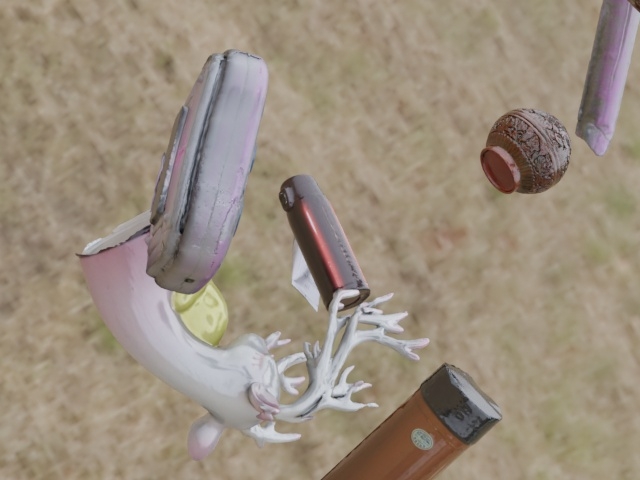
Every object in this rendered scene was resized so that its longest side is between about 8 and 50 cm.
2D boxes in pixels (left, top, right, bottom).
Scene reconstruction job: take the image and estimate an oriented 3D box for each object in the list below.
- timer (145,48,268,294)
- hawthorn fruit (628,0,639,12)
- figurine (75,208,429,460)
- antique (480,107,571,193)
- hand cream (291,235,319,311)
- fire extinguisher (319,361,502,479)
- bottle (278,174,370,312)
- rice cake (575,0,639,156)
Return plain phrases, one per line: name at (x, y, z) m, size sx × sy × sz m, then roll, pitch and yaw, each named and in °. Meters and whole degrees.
timer at (-0.105, -0.061, 1.350) m, size 0.069 × 0.191 × 0.208 m, roll 14°, pitch 74°, yaw -12°
hawthorn fruit at (0.342, -0.277, 1.215) m, size 0.215 × 0.249 × 0.215 m, roll 31°, pitch 54°, yaw -56°
figurine at (-0.064, 0.085, 1.582) m, size 0.284 × 0.206 × 0.316 m, roll -37°, pitch 109°, yaw -46°
antique at (0.234, -0.101, 1.693) m, size 0.104 × 0.104 × 0.104 m, roll 45°, pitch 28°, yaw -32°
hand cream at (-0.016, 0.018, 2.077) m, size 0.084 × 0.053 × 0.142 m, roll 49°, pitch 43°, yaw -51°
fire extinguisher at (0.031, 0.151, 0.907) m, size 0.062 × 0.177 × 0.050 m, roll 50°, pitch 13°, yaw 23°
bottle at (0.000, 0.000, 1.734) m, size 0.060 × 0.060 × 0.164 m, roll 18°, pitch 44°, yaw -57°
rice cake at (0.343, -0.228, 1.764) m, size 0.055 × 0.049 × 0.270 m, roll -16°, pitch 121°, yaw -52°
